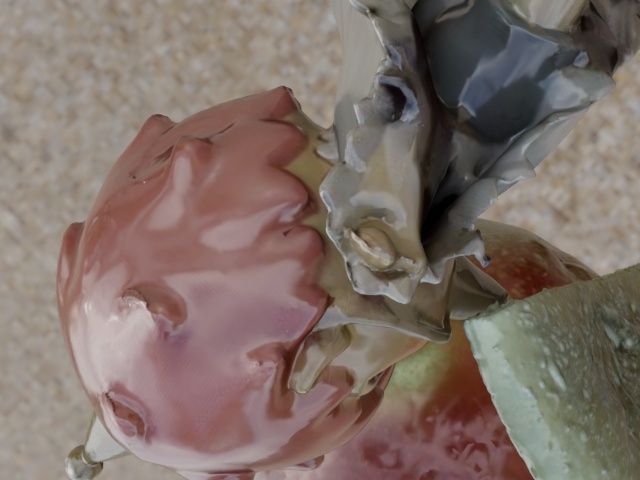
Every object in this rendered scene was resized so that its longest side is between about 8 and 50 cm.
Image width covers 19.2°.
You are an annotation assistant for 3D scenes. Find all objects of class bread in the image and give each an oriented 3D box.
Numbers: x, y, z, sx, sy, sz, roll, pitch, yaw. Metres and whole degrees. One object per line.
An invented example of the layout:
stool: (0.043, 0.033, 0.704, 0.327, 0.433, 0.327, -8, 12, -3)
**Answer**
bread: (0.123, 0.069, 0.785, 0.036, 0.193, 0.112, -21, 85, 27)

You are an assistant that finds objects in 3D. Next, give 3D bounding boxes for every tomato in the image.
tomato: (0.100, 0.110, 1.232, 0.304, 0.239, 0.303, 17, 177, 1)

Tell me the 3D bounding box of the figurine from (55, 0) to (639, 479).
figurine: (0.000, 0.000, 0.739, 0.166, 0.207, 0.387, 20, 124, -24)
